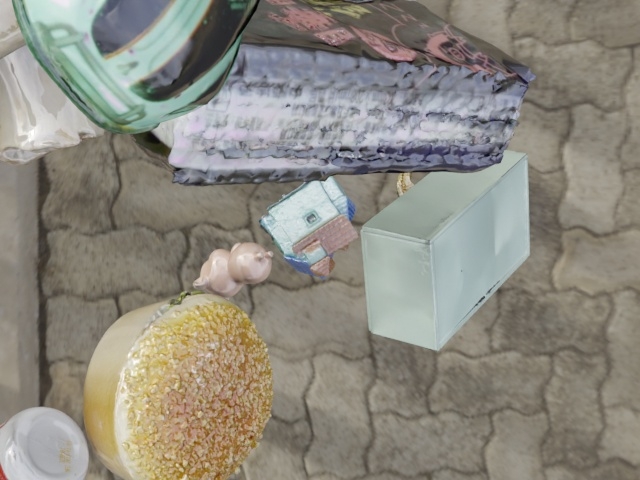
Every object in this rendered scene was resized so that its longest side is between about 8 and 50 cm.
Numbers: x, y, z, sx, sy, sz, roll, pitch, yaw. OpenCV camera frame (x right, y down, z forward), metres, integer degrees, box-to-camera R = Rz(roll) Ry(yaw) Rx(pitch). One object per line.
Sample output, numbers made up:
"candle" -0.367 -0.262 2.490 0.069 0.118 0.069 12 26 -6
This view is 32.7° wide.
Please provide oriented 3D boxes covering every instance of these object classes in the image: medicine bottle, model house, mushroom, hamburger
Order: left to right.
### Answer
"medicine bottle" -0.432 0.328 1.495 0.131 0.131 0.250 46 126 -13
"mushroom" -0.314 -0.232 1.142 0.297 0.297 0.290 -31 107 -6
"hamburger" -0.191 0.217 1.531 0.170 0.302 0.302 -1 101 34
"model house" 0.000 0.000 1.696 0.148 0.119 0.149 -32 58 2

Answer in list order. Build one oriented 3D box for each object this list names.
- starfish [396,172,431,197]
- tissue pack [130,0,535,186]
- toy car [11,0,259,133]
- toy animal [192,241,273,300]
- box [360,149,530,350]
"starfish" 0.178 -0.082 1.734 0.146 0.074 0.190 -5 130 -26
"tissue pack" -0.028 -0.143 0.855 0.332 0.245 0.123 -2 122 -39
"toy car" -0.061 -0.201 0.591 0.125 0.306 0.136 -6 144 26
"toy animal" -0.134 0.046 1.718 0.150 0.089 0.083 -32 116 34
"box" 0.140 0.000 1.174 0.225 0.086 0.129 -37 130 -45
